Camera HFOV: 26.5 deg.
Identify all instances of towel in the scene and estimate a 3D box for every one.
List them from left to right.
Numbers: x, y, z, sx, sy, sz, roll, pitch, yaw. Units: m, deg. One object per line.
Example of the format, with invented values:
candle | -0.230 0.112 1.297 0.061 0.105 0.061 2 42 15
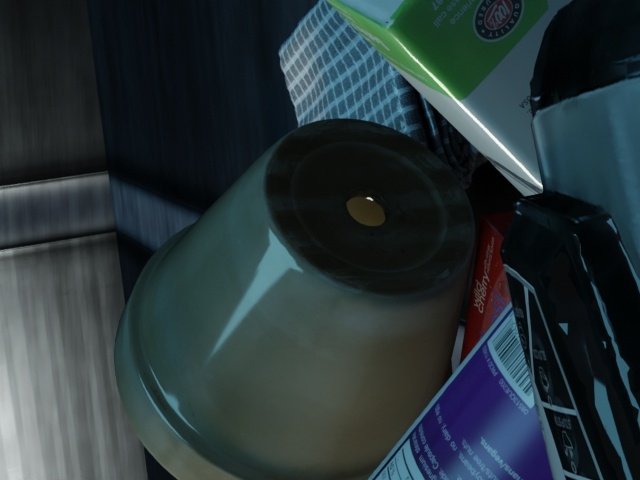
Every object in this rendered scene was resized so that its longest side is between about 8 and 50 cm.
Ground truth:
towel | 0.057 -0.137 1.372 0.284 0.121 0.235 143 115 -68

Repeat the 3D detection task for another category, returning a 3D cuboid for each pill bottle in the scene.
pill bottle | 0.149 0.178 0.998 0.323 0.181 0.181 -54 39 19

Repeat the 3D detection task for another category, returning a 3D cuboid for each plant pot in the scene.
plant pot | -0.002 0.048 1.214 0.280 0.323 0.323 116 140 -49

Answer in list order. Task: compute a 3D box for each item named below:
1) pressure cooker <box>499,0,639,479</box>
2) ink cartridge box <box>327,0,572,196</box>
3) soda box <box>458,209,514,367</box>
pressure cooker | 0.284 0.082 0.502 0.375 0.370 0.420 -10 91 54
ink cartridge box | 0.165 -0.122 0.789 0.273 0.198 0.115 41 -179 -31
soda box | 0.181 0.101 1.199 0.092 0.083 0.263 -126 33 -49
